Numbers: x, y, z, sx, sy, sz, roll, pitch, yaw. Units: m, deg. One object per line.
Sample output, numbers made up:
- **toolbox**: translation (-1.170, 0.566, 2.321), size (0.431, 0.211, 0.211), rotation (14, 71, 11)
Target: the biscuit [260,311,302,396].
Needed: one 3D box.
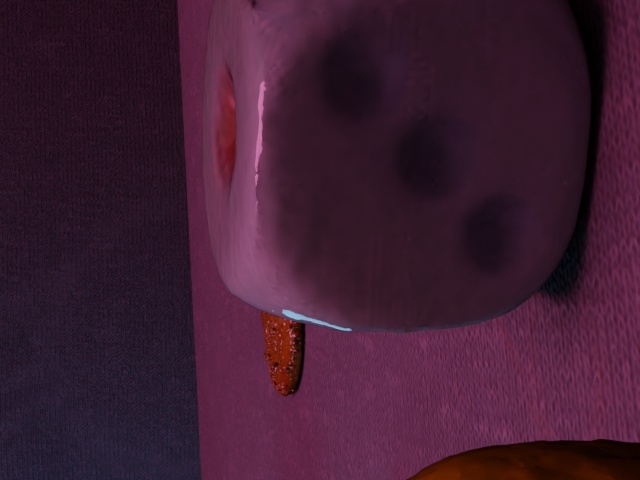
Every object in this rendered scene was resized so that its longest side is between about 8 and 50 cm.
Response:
- **biscuit**: translation (-0.074, 0.152, 1.746), size (0.254, 0.035, 0.254), rotation (178, 90, -76)

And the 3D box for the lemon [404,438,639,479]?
- **lemon**: translation (0.123, 0.250, 0.451), size (0.364, 0.364, 0.364), rotation (178, 90, -75)

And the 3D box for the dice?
- **dice**: translation (0.047, -0.088, 0.805), size (0.264, 0.262, 0.268), rotation (-136, 47, -70)
